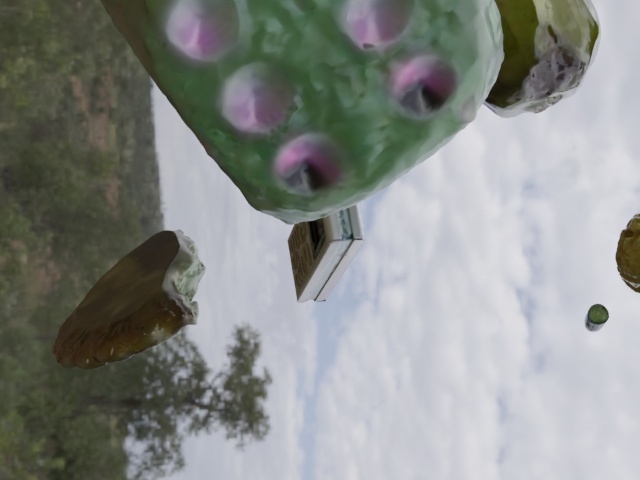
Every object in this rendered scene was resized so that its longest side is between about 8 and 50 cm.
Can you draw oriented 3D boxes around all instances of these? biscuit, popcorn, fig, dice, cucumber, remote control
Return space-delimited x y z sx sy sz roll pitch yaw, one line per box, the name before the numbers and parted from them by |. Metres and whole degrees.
biscuit | -0.287 0.089 1.447 0.335 0.329 0.078 1 -49 50
popcorn | 0.713 0.020 1.842 0.189 0.218 0.169 87 -10 -52
fig | 0.299 -0.327 1.348 0.239 0.239 0.271 151 -73 -75
dice | -0.020 -0.235 0.924 0.322 0.318 0.330 53 3 -25
cucumber | 0.627 0.182 2.018 0.105 0.048 0.048 69 11 -66
remote control | 0.000 0.000 1.220 0.277 0.056 0.103 117 -34 -68
